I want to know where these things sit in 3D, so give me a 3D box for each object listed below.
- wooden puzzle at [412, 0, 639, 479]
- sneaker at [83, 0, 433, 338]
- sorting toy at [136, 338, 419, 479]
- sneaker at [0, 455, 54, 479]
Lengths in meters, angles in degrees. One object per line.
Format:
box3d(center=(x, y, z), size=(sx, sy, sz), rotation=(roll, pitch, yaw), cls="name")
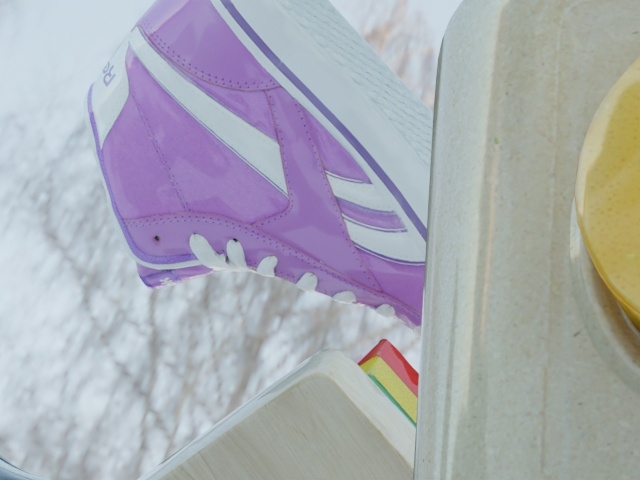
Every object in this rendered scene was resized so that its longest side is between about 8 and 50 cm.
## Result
box3d(center=(0.172, 0.062, 0.467), size=(0.348, 0.322, 0.080), rotation=(-4, -20, 24), cls="wooden puzzle")
box3d(center=(0.000, 0.000, 0.988), size=(0.161, 0.102, 0.282), rotation=(-43, -95, 17), cls="sneaker")
box3d(center=(0.009, 0.191, 0.921), size=(0.255, 0.089, 0.257), rotation=(-37, -79, 30), cls="sorting toy")
box3d(center=(-0.184, 0.166, 1.091), size=(0.235, 0.097, 0.084), rotation=(27, -78, -2), cls="sneaker")
